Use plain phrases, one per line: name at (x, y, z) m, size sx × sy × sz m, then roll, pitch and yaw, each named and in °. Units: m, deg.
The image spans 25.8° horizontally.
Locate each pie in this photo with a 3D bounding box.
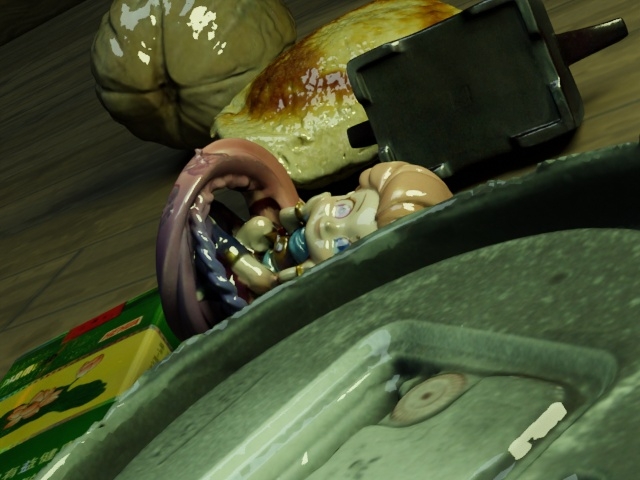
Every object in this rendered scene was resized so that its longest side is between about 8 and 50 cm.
pie at (0.017, -0.104, 0.980) m, size 0.205 × 0.084 × 0.179 m, roll -27°, pitch 18°, yaw 5°

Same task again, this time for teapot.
teapot at (0.096, -0.092, 0.830) m, size 0.177 × 0.087 × 0.096 m, roll -21°, pitch 3°, yaw 29°

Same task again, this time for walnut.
walnut at (-0.106, -0.169, 1.239) m, size 0.178 × 0.178 × 0.230 m, roll -27°, pitch 14°, yaw 16°

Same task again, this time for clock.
clock at (0.027, 0.099, 0.448) m, size 0.386 × 0.076 × 0.386 m, roll -29°, pitch 19°, yaw 11°

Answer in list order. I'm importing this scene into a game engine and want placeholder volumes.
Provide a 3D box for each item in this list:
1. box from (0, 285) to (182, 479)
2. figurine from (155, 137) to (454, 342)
box at (-0.148, 0.108, 0.780) m, size 0.132 × 0.034 × 0.235 m, roll -27°, pitch 19°, yaw 17°
figurine at (-0.002, 0.006, 0.722) m, size 0.157 × 0.114 × 0.126 m, roll -2°, pitch 56°, yaw 3°
